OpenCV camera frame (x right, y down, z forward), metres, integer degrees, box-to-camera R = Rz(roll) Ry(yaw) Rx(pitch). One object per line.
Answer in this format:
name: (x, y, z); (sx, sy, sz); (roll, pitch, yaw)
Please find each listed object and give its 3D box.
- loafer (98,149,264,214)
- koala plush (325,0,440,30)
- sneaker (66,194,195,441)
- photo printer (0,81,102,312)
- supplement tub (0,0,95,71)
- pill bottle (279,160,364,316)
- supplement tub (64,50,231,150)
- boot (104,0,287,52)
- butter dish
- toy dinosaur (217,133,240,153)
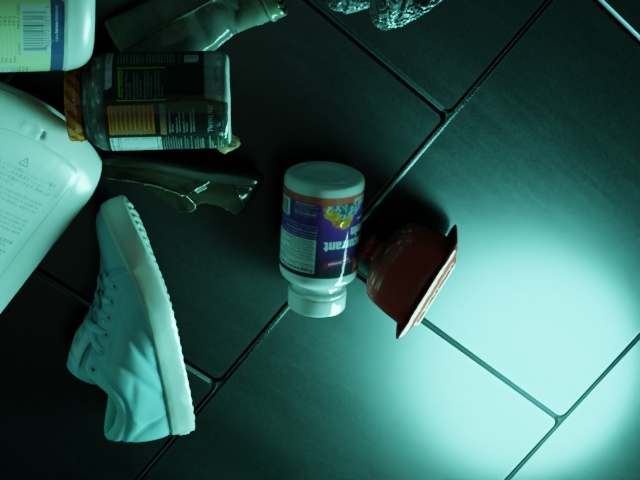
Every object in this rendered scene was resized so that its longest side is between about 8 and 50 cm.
loafer: (-0.182, -0.072, 1.612); (0.220, 0.080, 0.078); (10, 110, -19)
koala plush: (0.084, -0.401, 1.491); (0.203, 0.196, 0.221); (-32, 118, -13)
sneaker: (-0.267, 0.122, 1.645); (0.150, 0.135, 0.366); (-16, 116, -12)
photo printer: (-0.430, -0.048, 1.505); (0.307, 0.107, 0.256); (-51, 138, 10)
supplement tub: (-0.417, -0.299, 1.359); (0.325, 0.235, 0.235); (-3, 114, -14)
pill bottle: (0.000, 0.000, 1.678); (0.108, 0.108, 0.193); (-3, 114, -14)
supplement tub: (-0.201, -0.165, 1.475); (0.190, 0.117, 0.117); (-1, 114, -4)
boot: (-0.166, -0.304, 1.523); (0.208, 0.076, 0.189); (-22, 93, 15)
butter dish: (0.110, 0.034, 1.719); (0.118, 0.160, 0.160); (29, 103, -1)
toy dinosaur: (-0.196, -0.169, 1.565); (0.211, 0.112, 0.064); (15, 149, 17)
